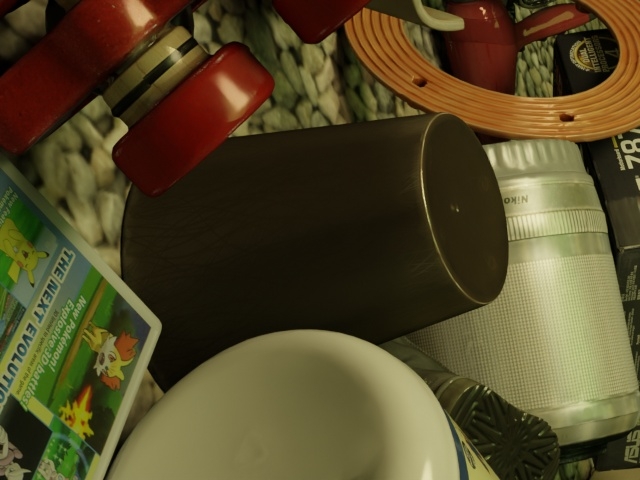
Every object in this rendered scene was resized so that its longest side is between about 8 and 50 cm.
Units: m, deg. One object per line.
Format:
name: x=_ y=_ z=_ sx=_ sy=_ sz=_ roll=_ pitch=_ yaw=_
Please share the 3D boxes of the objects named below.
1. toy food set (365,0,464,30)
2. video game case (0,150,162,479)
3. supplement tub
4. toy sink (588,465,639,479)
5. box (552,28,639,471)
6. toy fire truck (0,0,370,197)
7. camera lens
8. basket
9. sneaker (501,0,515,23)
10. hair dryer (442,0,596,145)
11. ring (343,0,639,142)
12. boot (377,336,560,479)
toy food set: x=0.023 y=-0.325 z=0.880 sx=0.092 sy=0.220 sz=0.306 roll=-29 pitch=128 yaw=-27
video game case: x=-0.223 y=0.078 z=0.567 sx=0.300 sy=0.036 sz=0.329 roll=53 pitch=37 yaw=-34
supplement tub: x=0.032 y=0.233 z=0.723 sx=0.325 sy=0.235 sz=0.235 roll=52 pitch=38 yaw=-41
toy sink: x=0.402 y=0.361 z=1.402 sx=0.234 sy=0.131 sz=0.152 roll=-34 pitch=108 yaw=-53
box: x=0.324 y=0.017 z=1.248 sx=0.394 sy=0.097 sz=0.318 roll=79 pitch=4 yaw=-48
toy fire truck: x=-0.071 y=-0.170 z=0.692 sx=0.169 sy=0.302 sz=0.254 roll=47 pitch=8 yaw=-9
camera lens: x=0.161 y=0.065 z=1.028 sx=0.219 sy=0.219 sz=0.274 roll=3 pitch=75 yaw=-59
basket: x=0.000 y=0.000 z=0.780 sx=0.154 sy=0.227 sz=0.204 roll=25 pitch=57 yaw=-54
sneaker: x=0.182 y=-0.307 z=1.379 sx=0.081 sy=0.080 sz=0.211 roll=-16 pitch=104 yaw=-21
hair dryer: x=0.248 y=-0.246 z=1.333 sx=0.224 sy=0.080 sz=0.293 roll=21 pitch=100 yaw=-24
ring: x=0.189 y=-0.199 z=1.139 sx=0.336 sy=0.337 sz=0.032 roll=-67 pitch=169 yaw=-46
boot: x=0.071 y=0.116 z=0.886 sx=0.076 sy=0.208 sz=0.189 roll=-52 pitch=131 yaw=-15
